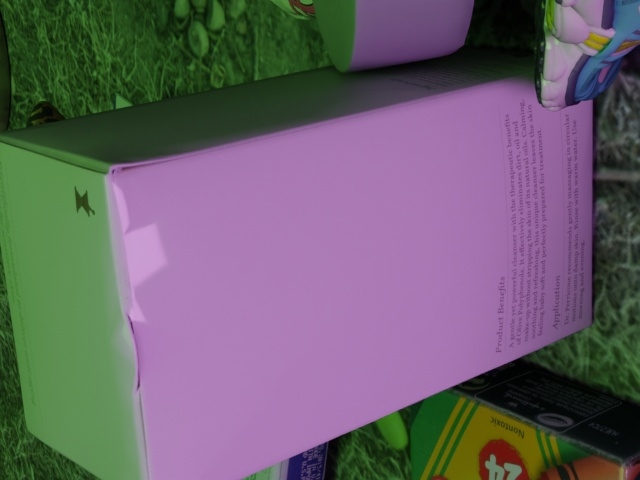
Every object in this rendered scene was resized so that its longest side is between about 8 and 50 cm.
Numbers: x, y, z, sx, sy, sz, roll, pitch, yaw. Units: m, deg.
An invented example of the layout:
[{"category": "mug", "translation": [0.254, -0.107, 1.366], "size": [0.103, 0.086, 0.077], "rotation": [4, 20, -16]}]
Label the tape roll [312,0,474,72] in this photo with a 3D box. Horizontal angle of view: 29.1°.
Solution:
[{"category": "tape roll", "translation": [0.032, -0.216, 0.753], "size": [0.219, 0.072, 0.219], "rotation": [171, 90, -84]}]

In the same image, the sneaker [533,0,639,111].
[{"category": "sneaker", "translation": [0.170, -0.131, 0.648], "size": [0.275, 0.109, 0.107], "rotation": [59, -144, -82]}]

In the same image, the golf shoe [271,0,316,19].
[{"category": "golf shoe", "translation": [-0.002, -0.206, 0.964], "size": [0.186, 0.067, 0.086], "rotation": [44, 161, 35]}]

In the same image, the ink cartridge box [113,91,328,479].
[{"category": "ink cartridge box", "translation": [-0.099, 0.056, 1.182], "size": [0.330, 0.071, 0.324], "rotation": [38, 132, 45]}]

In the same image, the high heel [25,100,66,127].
[{"category": "high heel", "translation": [-0.202, -0.072, 1.179], "size": [0.186, 0.093, 0.261], "rotation": [-43, 56, 33]}]

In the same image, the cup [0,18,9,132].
[{"category": "cup", "translation": [-0.577, -0.238, 1.575], "size": [0.331, 0.237, 0.331], "rotation": [23, 120, 48]}]

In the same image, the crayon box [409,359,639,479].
[{"category": "crayon box", "translation": [0.161, 0.258, 0.894], "size": [0.202, 0.081, 0.319], "rotation": [17, 117, 49]}]

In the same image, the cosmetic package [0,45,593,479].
[{"category": "cosmetic package", "translation": [0.000, 0.000, 0.768], "size": [0.155, 0.365, 0.197], "rotation": [18, 116, 49]}]
